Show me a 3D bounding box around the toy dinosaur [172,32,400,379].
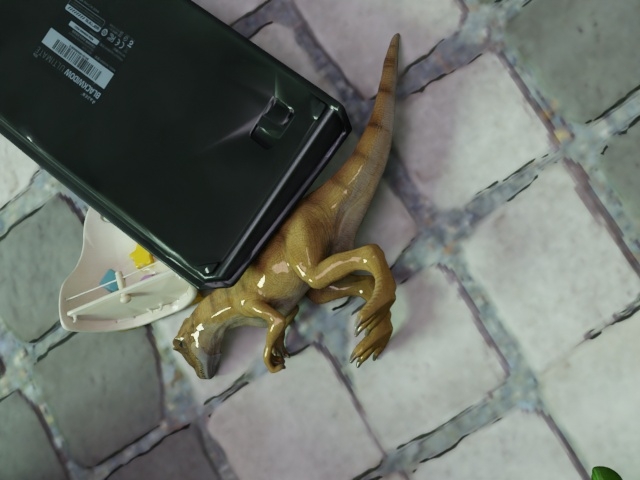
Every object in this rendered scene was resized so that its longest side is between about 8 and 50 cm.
[{"bbox_3d":[0.000,0.000,0.683,0.112,0.064,0.211,45,100,21],"label":"toy dinosaur"}]

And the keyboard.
[{"bbox_3d":[-0.106,-0.130,0.742,0.317,0.033,0.201,37,95,27],"label":"keyboard"}]

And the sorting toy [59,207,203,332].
[{"bbox_3d":[-0.103,0.005,0.736,0.083,0.045,0.075,-22,66,23],"label":"sorting toy"}]

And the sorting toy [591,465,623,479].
[{"bbox_3d":[0.154,0.145,0.608,0.042,0.061,0.102,-14,106,5],"label":"sorting toy"}]
